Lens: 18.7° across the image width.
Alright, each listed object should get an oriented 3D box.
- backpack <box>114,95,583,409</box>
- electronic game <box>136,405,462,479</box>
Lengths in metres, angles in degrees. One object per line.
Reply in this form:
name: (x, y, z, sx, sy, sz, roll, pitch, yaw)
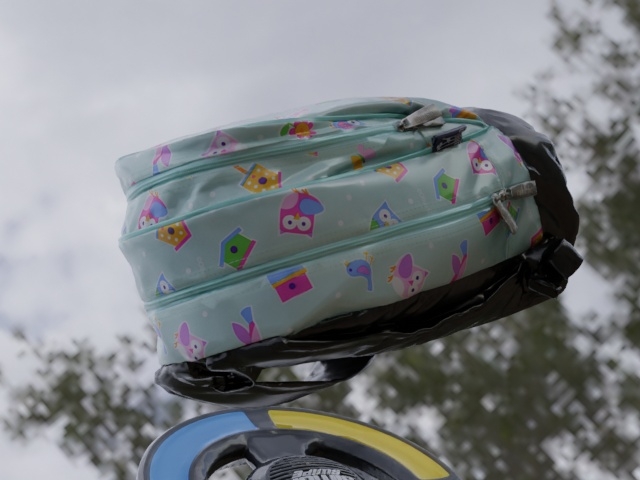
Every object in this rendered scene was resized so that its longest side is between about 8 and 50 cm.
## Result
backpack: (0.000, 0.000, 0.806, 0.182, 0.115, 0.152, -14, -9, -45)
electronic game: (-0.006, 0.171, 1.264, 0.229, 0.229, 0.048, -12, -57, -44)
